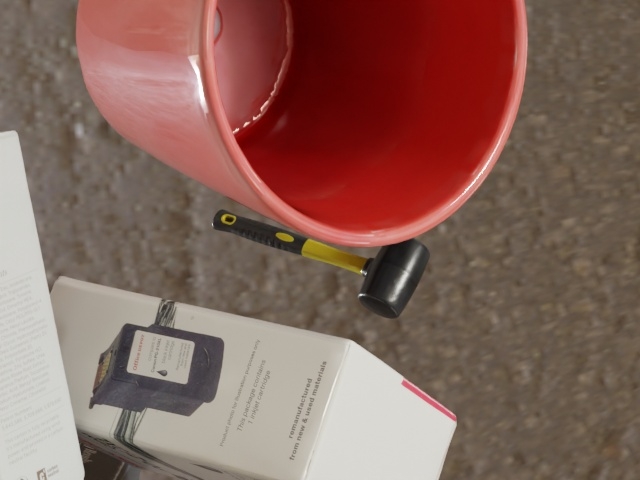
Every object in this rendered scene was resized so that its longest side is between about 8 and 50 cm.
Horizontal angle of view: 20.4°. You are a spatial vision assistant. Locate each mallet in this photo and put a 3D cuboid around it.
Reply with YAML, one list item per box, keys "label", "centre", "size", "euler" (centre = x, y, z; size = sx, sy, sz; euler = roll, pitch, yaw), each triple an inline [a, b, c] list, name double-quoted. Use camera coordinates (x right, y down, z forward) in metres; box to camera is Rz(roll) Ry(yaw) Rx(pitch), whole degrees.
- label: "mallet"
  centre: [0.000, 0.000, 1.403]
  size: [0.190, 0.039, 0.062]
  euler: [26, 71, 32]

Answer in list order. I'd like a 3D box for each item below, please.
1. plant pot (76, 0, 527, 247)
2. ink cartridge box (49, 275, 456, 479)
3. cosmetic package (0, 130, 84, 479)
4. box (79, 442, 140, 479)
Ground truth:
- label: "plant pot"
  centre: [-0.032, -0.144, 1.261]
  size: [0.243, 0.275, 0.275]
  euler: [13, 104, 53]
- label: "ink cartridge box"
  centre: [-0.057, 0.113, 1.181]
  size: [0.237, 0.172, 0.100]
  euler: [11, 74, 32]
- label: "cosmetic package"
  centre: [-0.232, 0.052, 1.106]
  size: [0.117, 0.085, 0.231]
  euler: [-2, 102, 31]
- label: "box"
  centre: [-0.353, 0.232, 1.326]
  size: [0.395, 0.293, 0.212]
  euler: [10, 98, 1]
